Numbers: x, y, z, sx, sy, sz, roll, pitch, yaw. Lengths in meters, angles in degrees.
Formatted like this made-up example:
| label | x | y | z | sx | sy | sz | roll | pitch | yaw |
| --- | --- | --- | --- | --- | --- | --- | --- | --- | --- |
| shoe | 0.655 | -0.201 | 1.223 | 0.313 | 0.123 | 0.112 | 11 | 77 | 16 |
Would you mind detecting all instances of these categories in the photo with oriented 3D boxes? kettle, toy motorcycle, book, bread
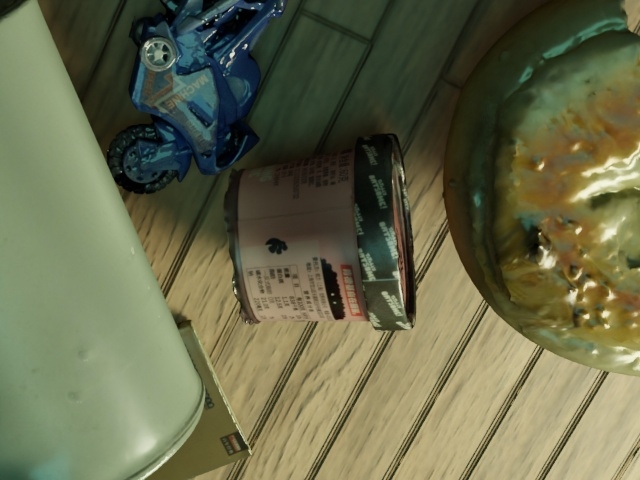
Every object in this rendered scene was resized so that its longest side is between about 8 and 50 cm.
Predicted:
| label | x | y | z | sx | sy | sz | roll | pitch | yaw |
| --- | --- | --- | --- | --- | --- | --- | --- | --- | --- |
| kettle | -0.232 | 0.006 | 0.922 | 0.205 | 0.265 | 0.318 | -30 | 111 | -15 |
| toy motorcycle | -0.090 | -0.124 | 1.007 | 0.114 | 0.076 | 0.205 | 12 | 107 | -17 |
| book | -0.175 | 0.160 | 1.134 | 0.199 | 0.016 | 0.138 | -21 | 110 | 4 |
| bread | 0.196 | -0.023 | 1.005 | 0.192 | 0.171 | 0.314 | -28 | 108 | 11 |

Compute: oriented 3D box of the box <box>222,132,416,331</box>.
| label | x | y | z | sx | sy | sz | roll | pitch | yaw |
| --- | --- | --- | --- | --- | --- | --- | --- | --- | --- |
| box | 0.000 | 0.000 | 1.019 | 0.135 | 0.151 | 0.151 | -7 | 111 | 8 |
